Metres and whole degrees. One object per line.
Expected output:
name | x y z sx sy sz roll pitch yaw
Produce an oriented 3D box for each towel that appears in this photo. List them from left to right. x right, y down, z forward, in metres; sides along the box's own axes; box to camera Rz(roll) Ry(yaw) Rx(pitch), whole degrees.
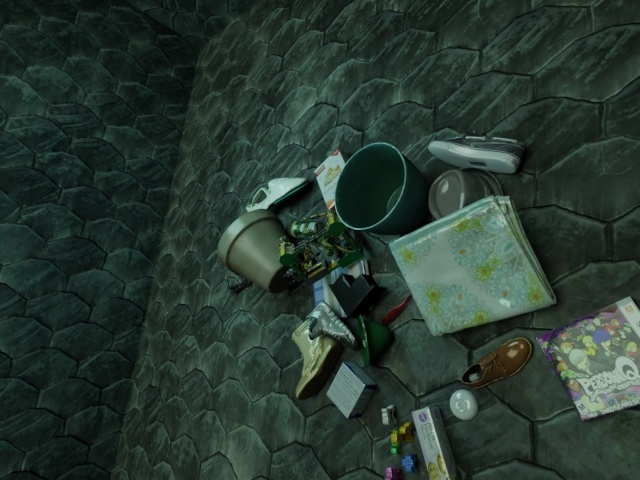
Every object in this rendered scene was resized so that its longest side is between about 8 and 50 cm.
towel | 0.081 0.197 1.586 0.285 0.034 0.209 -26 61 40
towel | 0.408 0.081 1.156 0.374 0.090 0.321 -27 84 37

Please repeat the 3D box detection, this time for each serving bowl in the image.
serving bowl | 0.400 0.464 1.164 0.083 0.027 0.084 -17 66 41

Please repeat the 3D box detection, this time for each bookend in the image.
bookend | 0.128 0.166 1.465 0.156 0.072 0.157 -53 46 23

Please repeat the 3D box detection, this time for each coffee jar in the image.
coffee jar | -0.054 -0.040 1.761 0.184 0.096 0.079 5 77 47

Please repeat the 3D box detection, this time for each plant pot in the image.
plant pot | -0.232 0.069 1.786 0.280 0.323 0.323 42 107 29
plant pot | 0.232 -0.150 1.400 0.293 0.235 0.293 -18 65 42

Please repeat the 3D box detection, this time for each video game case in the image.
video game case | 0.661 0.274 0.949 0.232 0.041 0.210 -38 51 31

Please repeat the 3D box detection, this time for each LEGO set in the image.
LEGO set | 0.000 0.000 1.557 0.331 0.255 0.192 -39 33 22
LEGO set | 0.230 0.615 1.239 0.087 0.093 0.227 -23 60 39

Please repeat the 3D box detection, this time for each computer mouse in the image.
computer mouse | -0.428 0.141 2.118 0.184 0.060 0.262 -34 65 28

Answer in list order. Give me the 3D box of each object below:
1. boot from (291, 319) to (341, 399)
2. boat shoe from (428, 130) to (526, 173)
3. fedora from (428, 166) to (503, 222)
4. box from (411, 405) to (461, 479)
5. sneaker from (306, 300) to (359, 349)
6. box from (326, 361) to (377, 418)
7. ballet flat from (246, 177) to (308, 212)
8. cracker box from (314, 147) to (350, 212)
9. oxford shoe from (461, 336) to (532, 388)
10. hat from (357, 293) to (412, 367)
boot | -0.051 0.451 1.585 0.203 0.095 0.262 37 102 46
boat shoe | 0.482 -0.289 1.286 0.301 0.108 0.102 23 81 47
fedora | 0.420 -0.108 1.263 0.243 0.124 0.276 -17 65 48
box | 0.338 0.635 1.141 0.067 0.063 0.324 -32 55 33
sneaker | 0.029 0.339 1.498 0.132 0.086 0.229 -36 54 -12
box | 0.107 0.513 1.418 0.126 0.072 0.137 36 103 47
ballet flat | -0.226 -0.212 1.956 0.400 0.139 0.139 -35 53 36
cracker box | 0.073 -0.248 1.724 0.155 0.067 0.232 -41 50 29
oxford shoe | 0.470 0.332 1.105 0.212 0.076 0.076 -47 46 22
hat | 0.229 0.321 1.392 0.209 0.183 0.173 87 174 -47
